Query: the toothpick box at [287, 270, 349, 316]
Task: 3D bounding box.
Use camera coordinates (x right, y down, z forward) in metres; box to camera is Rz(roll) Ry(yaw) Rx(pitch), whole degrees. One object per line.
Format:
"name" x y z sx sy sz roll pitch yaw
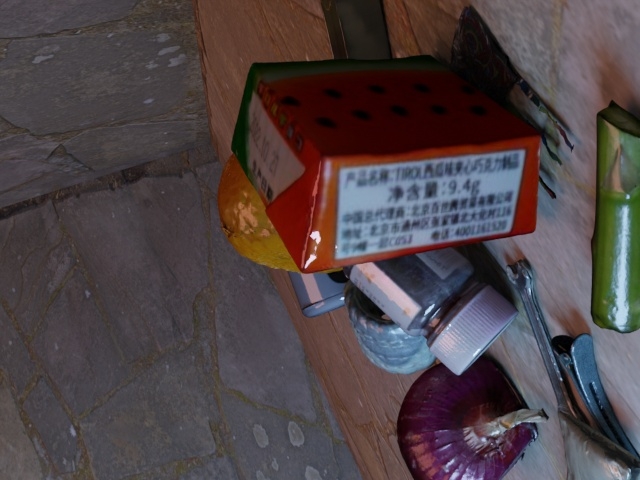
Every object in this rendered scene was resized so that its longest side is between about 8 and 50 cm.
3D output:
"toothpick box" 0.000 0.000 1.578 0.263 0.263 0.354 133 117 -74

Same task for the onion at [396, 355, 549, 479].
"onion" 0.260 0.366 1.178 0.256 0.231 0.272 54 167 47

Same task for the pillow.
"pillow" 0.405 0.372 0.896 0.148 0.050 0.229 -127 23 -66

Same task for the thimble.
"thimble" 0.158 0.138 1.247 0.250 0.205 0.171 -100 -10 -50

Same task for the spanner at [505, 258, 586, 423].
"spanner" 0.356 0.172 0.972 0.071 0.018 0.301 170 79 -80

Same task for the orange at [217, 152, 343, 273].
"orange" -0.031 -0.090 1.218 0.340 0.341 0.293 125 155 -73

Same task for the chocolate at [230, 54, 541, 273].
"chocolate" 0.086 -0.134 0.874 0.341 0.361 0.161 -122 30 -48

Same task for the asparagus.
"asparagus" 0.339 -0.017 0.694 0.067 0.060 0.277 -97 -5 -60

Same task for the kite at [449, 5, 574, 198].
"kite" 0.257 -0.187 0.850 0.152 0.015 0.285 87 160 -57

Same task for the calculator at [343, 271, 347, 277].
"calculator" 0.121 0.031 1.398 0.018 0.172 0.057 -5 -112 -62

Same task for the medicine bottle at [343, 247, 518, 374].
"medicine bottle" 0.183 0.083 1.053 0.273 0.165 0.165 45 158 19

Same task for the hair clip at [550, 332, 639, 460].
"hair clip" 0.403 0.237 0.870 0.229 0.039 0.070 63 165 5

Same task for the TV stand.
"TV stand" 0.077 -0.334 1.146 0.083 0.088 0.269 -135 28 -61
